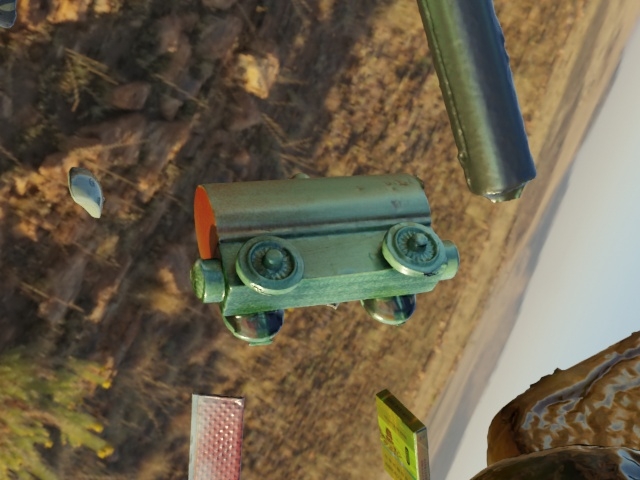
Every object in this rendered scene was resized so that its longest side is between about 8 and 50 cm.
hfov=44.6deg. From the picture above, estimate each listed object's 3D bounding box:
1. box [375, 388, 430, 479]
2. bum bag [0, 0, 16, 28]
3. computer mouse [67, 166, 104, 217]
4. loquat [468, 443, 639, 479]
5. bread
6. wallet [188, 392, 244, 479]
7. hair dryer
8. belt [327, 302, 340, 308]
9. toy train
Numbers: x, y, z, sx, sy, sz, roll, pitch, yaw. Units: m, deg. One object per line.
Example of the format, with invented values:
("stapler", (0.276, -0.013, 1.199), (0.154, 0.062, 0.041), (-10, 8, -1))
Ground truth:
("box", (0.149, 0.373, 1.398), (0.030, 0.121, 0.193), (-22, 124, -22))
("bum bag", (-0.613, -0.373, 1.121), (0.095, 0.340, 0.144), (-123, -149, -58))
("computer mouse", (-0.338, -0.071, 1.156), (0.110, 0.032, 0.056), (71, 8, -69))
("loquat", (0.168, 0.234, 0.532), (0.227, 0.179, 0.179), (-42, -174, 46))
("bread", (0.357, 0.234, 0.716), (0.336, 0.328, 0.148), (-23, 128, -27))
("wallet", (-0.204, 0.395, 1.531), (0.020, 0.103, 0.197), (-98, -169, -79))
("hair dryer", (0.147, -0.187, 0.580), (0.116, 0.244, 0.303), (-79, 152, -76))
("belt", (-0.020, 0.040, 1.632), (0.126, 0.230, 0.140), (-56, 138, -16))
("toy train", (0.000, 0.000, 0.813), (0.285, 0.177, 0.116), (-6, 145, -21))
